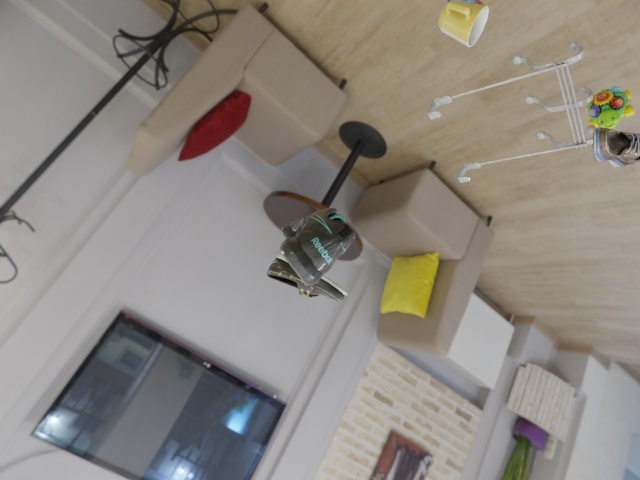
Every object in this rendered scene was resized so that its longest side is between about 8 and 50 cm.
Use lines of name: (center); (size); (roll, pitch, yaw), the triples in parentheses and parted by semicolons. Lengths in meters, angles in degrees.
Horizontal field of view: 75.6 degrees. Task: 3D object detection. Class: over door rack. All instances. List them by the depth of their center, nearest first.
over door rack: (0.450, -0.294, 0.974); (0.325, 0.108, 0.239); (-14, 132, 34)

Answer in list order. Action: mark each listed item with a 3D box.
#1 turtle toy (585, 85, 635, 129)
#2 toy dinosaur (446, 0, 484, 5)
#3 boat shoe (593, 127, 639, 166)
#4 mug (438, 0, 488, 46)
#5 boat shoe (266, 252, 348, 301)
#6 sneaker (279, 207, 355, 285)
turtle toy: (0.680, -0.311, 0.977); (0.066, 0.130, 0.095); (32, 146, -34)
toy dinosaur: (0.278, -0.454, 0.774); (0.082, 0.047, 0.090); (2, 148, -7)
boat shoe: (0.602, -0.191, 0.823); (0.183, 0.066, 0.066); (1, 179, -39)
mug: (0.230, -0.364, 0.672); (0.064, 0.062, 0.078); (34, 165, 22)
boat shoe: (-0.037, 0.109, 1.056); (0.228, 0.068, 0.081); (24, 164, 29)
sneaker: (0.000, 0.000, 0.695); (0.101, 0.106, 0.267); (52, -177, -12)
